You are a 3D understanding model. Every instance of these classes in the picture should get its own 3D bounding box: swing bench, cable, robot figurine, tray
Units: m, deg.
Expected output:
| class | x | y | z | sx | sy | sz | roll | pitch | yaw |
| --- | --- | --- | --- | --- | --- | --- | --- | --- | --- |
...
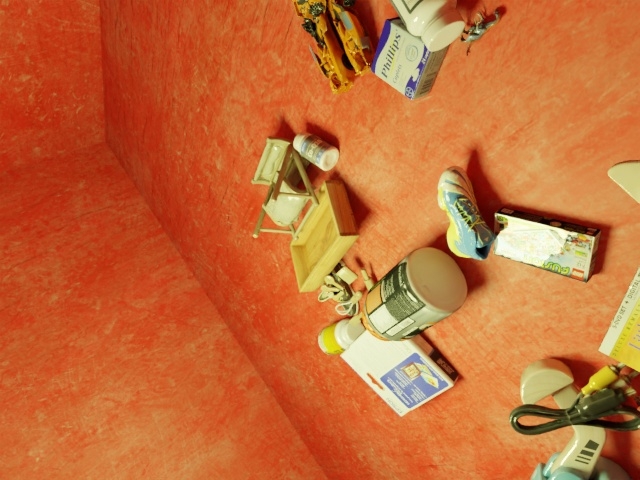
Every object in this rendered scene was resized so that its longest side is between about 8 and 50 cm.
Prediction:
| class | x | y | z | sx | sy | sz | roll | pitch | yaw |
| --- | --- | --- | --- | --- | --- | --- | --- | --- | --- |
| swing bench | -0.128 | -0.171 | 1.510 | 0.253 | 0.165 | 0.254 | 127 | 142 | -56 |
| cable | 0.574 | 0.376 | 0.988 | 0.287 | 0.072 | 0.139 | -32 | 93 | 25 |
| robot figurine | 0.030 | -0.532 | 1.112 | 0.211 | 0.085 | 0.291 | -20 | 99 | 56 |
| tray | 0.000 | 0.000 | 1.510 | 0.411 | 0.076 | 0.203 | 124 | 138 | -54 |

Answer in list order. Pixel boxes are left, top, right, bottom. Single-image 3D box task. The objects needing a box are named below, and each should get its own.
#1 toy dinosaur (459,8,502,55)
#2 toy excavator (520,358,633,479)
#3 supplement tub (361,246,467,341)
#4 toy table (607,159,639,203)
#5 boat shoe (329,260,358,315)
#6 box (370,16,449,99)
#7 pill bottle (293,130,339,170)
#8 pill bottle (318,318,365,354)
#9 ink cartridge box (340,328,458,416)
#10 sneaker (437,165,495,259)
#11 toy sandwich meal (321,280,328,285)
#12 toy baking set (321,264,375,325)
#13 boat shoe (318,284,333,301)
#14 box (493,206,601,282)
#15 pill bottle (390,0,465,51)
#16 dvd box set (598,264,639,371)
| class | x | y | z | sx | sy | sz | roll | pitch | yaw |
| --- | --- | --- | --- | --- | --- | --- | --- | --- | --- |
| toy dinosaur | 0.319 | -0.419 | 0.877 | 0.082 | 0.047 | 0.090 | 6 | 158 | 37 |
| toy excavator | 0.628 | 0.561 | 1.063 | 0.433 | 0.222 | 0.445 | 27 | 105 | 19 |
| supplement tub | 0.249 | 0.168 | 1.265 | 0.193 | 0.193 | 0.316 | 52 | 147 | 11 |
| toy table | 0.576 | -0.061 | 0.630 | 0.274 | 0.252 | 0.161 | 58 | 133 | 24 |
| boat shoe | 0.074 | 0.182 | 1.621 | 0.081 | 0.069 | 0.228 | 4 | 118 | 52 |
| box | 0.196 | -0.410 | 0.998 | 0.137 | 0.072 | 0.126 | 45 | 143 | 23 |
| pill bottle | -0.015 | -0.280 | 1.374 | 0.137 | 0.078 | 0.078 | 38 | 141 | 30 |
| pill bottle | 0.085 | 0.368 | 1.707 | 0.117 | 0.117 | 0.215 | 57 | 147 | 4 |
| ink cartridge box | 0.254 | 0.416 | 1.501 | 0.303 | 0.072 | 0.307 | 44 | 136 | 9 |
| sneaker | 0.351 | -0.056 | 1.034 | 0.126 | 0.091 | 0.240 | 39 | 154 | 56 |
| toy sandwich meal | -0.003 | 0.148 | 1.733 | 0.085 | 0.029 | 0.085 | 33 | 138 | 35 |
| toy baking set | 0.114 | 0.189 | 1.543 | 0.197 | 0.030 | 0.256 | -16 | 117 | 33 |
| boat shoe | 0.033 | 0.199 | 1.714 | 0.049 | 0.043 | 0.137 | 56 | 146 | 9 |
| box | 0.484 | 0.006 | 0.969 | 0.207 | 0.036 | 0.114 | 21 | 131 | 44 |
| pill bottle | 0.206 | -0.475 | 0.883 | 0.180 | 0.108 | 0.108 | 63 | 148 | 9 |
| dvd box set | 0.741 | 0.182 | 0.740 | 0.420 | 0.062 | 0.307 | 31 | 137 | 36 |
